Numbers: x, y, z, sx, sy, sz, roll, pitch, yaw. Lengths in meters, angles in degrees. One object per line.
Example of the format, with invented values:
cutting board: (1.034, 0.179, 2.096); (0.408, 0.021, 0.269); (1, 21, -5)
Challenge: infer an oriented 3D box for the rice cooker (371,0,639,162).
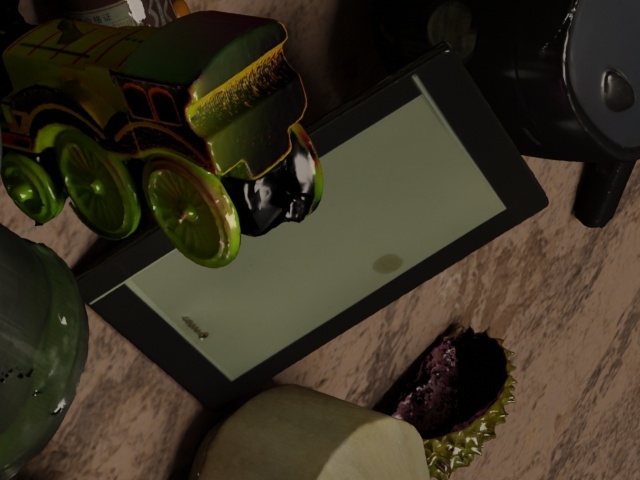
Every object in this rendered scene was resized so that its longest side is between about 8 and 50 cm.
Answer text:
rice cooker: (0.183, -0.196, 1.619); (0.267, 0.224, 0.267); (-17, 115, -43)

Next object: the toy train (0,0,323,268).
toy train: (-0.124, -0.078, 1.267); (0.100, 0.296, 0.160); (-38, 123, -34)

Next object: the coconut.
coconut: (0.003, 0.233, 1.693); (0.202, 0.222, 0.202); (-26, 126, -41)

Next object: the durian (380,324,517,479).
durian: (0.134, 0.184, 1.927); (0.187, 0.119, 0.108); (-45, 138, -27)

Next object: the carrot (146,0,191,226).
carrot: (-0.117, -0.078, 1.487); (0.043, 0.043, 0.247); (-30, 137, -39)

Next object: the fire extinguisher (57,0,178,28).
fire extinguisher: (-0.133, -0.167, 1.371); (0.106, 0.075, 0.252); (-56, 134, -46)

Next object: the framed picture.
framed picture: (0.000, 0.000, 1.571); (0.347, 0.016, 0.265); (-33, 145, 7)

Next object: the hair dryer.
hair dryer: (0.314, -0.119, 1.999); (0.197, 0.089, 0.251); (-21, 135, -45)

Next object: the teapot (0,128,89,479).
teapot: (-0.278, 0.004, 1.206); (0.337, 0.200, 0.270); (44, 61, -57)
